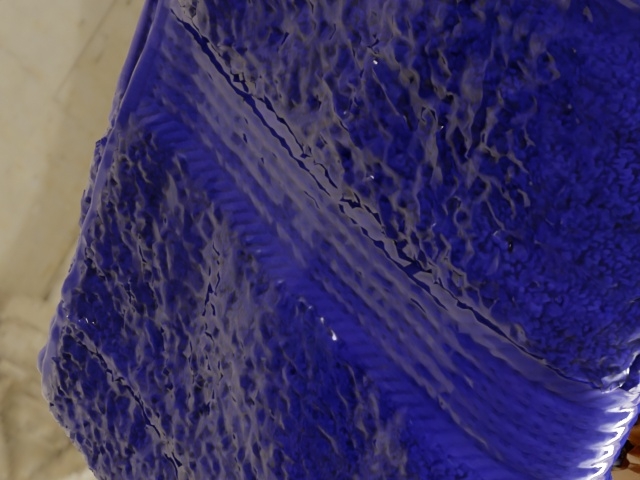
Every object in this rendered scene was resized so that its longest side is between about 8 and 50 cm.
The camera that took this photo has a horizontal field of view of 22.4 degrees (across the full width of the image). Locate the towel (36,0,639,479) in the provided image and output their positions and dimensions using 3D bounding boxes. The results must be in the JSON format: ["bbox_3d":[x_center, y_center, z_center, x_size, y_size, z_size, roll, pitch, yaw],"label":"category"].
[{"bbox_3d":[0.000,0.000,0.456,0.227,0.076,0.308,53,-40,38],"label":"towel"}]

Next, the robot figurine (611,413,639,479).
[{"bbox_3d":[0.154,0.059,0.508,0.211,0.085,0.291,28,-23,-24],"label":"robot figurine"}]
